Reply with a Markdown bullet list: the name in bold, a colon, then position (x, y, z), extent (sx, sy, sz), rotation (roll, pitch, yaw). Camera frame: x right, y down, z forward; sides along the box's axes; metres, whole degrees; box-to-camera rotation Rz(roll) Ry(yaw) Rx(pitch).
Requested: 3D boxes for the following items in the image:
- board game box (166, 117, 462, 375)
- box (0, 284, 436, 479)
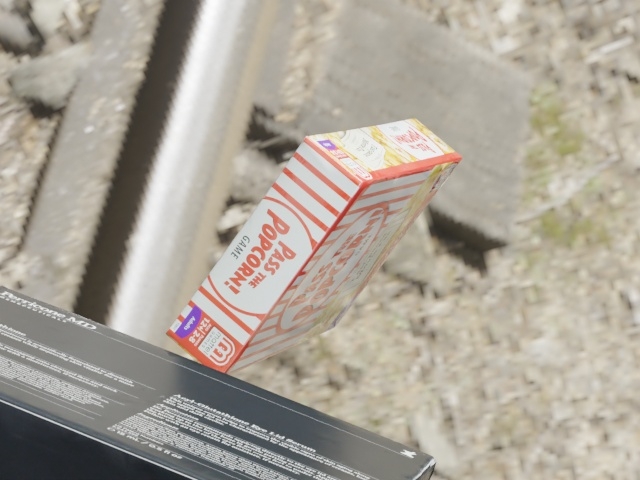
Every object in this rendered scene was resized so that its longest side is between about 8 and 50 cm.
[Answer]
- **board game box**: position (0.000, 0.000, 1.201), extent (0.045, 0.147, 0.193), rotation (40, 19, 12)
- **box**: position (-0.095, 0.121, 0.989), extent (0.184, 0.261, 0.103), rotation (-26, 135, -72)
